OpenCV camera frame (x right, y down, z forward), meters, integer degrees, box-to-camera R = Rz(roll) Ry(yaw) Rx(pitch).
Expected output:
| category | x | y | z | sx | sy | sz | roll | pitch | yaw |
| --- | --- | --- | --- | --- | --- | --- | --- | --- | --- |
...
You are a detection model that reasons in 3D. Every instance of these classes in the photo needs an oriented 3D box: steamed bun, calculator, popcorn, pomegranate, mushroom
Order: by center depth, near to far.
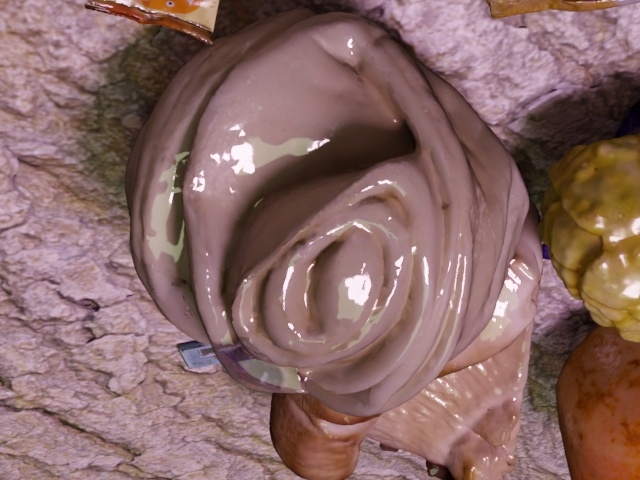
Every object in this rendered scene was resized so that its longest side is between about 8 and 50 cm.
| category | x | y | z | sx | sy | sz | roll | pitch | yaw |
| --- | --- | --- | --- | --- | --- | --- | --- | --- | --- |
| steamed bun | 0.000 | 0.000 | 0.910 | 0.368 | 0.255 | 0.342 | 32 | 122 | -12 |
| popcorn | 0.333 | -0.010 | 1.009 | 0.256 | 0.195 | 0.255 | 23 | 140 | -11 |
| mushroom | 0.104 | 0.101 | 1.186 | 0.314 | 0.224 | 0.397 | 6 | 135 | 1 |
| calculator | -0.092 | 0.133 | 1.311 | 0.172 | 0.018 | 0.057 | -11 | 140 | 4 |
| pomegranate | 0.455 | 0.233 | 1.323 | 0.343 | 0.342 | 0.342 | -6 | 141 | -5 |

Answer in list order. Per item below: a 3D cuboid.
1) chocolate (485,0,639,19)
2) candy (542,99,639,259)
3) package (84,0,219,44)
| category | x | y | z | sx | sy | sz | roll | pitch | yaw |
| --- | --- | --- | --- | --- | --- | --- | --- | --- | --- |
| chocolate | 0.248 | -0.235 | 0.883 | 0.219 | 0.085 | 0.085 | -12 | 142 | 16 |
| candy | 0.353 | -0.055 | 1.126 | 0.145 | 0.070 | 0.275 | 10 | 137 | -12 |
| package | -0.119 | -0.225 | 0.810 | 0.108 | 0.031 | 0.120 | 11 | 105 | -24 |
